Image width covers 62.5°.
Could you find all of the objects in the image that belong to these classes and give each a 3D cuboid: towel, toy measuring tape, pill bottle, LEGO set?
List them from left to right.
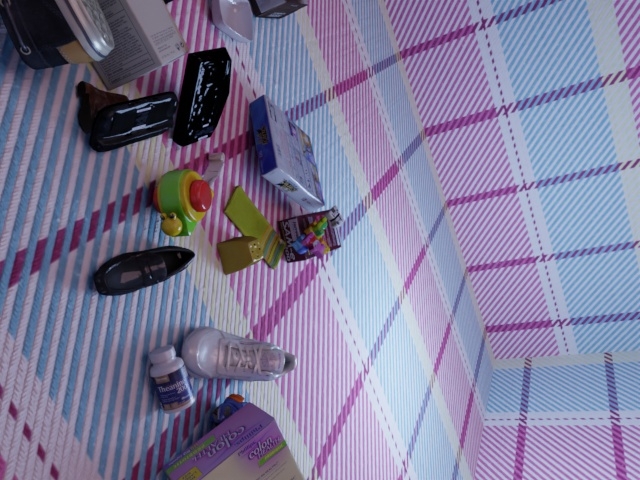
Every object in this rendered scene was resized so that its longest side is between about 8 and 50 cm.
[{"bbox_3d":[-0.294,0.270,1.033,0.067,0.067,0.120,-30,105,-60],"label":"pill bottle"},{"bbox_3d":[-0.283,-0.135,1.159,0.121,0.121,0.330,57,28,-33],"label":"toy measuring tape"},{"bbox_3d":[-0.170,-0.032,1.410,0.237,0.021,0.102,54,36,-36],"label":"towel"},{"bbox_3d":[0.000,0.000,1.476,0.093,0.087,0.227,54,35,-10],"label":"LEGO set"}]

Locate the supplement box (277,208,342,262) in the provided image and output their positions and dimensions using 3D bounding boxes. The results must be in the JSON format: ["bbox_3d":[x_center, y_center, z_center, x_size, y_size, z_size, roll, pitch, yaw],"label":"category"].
[{"bbox_3d":[-0.027,-0.017,1.602,0.239,0.073,0.130,-16,93,-61],"label":"supplement box"}]

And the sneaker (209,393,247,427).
[{"bbox_3d":[-0.191,0.454,1.155,0.087,0.083,0.221,-17,92,-45],"label":"sneaker"}]

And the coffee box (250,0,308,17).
[{"bbox_3d":[-0.164,-0.850,1.613,0.168,0.119,0.297,-39,113,-59],"label":"coffee box"}]

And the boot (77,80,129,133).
[{"bbox_3d":[-0.419,-0.250,1.038,0.114,0.037,0.106,9,74,-64],"label":"boot"}]

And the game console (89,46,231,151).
[{"bbox_3d":[-0.318,-0.280,1.097,0.044,0.213,0.361,35,38,14],"label":"game console"}]

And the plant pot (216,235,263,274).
[{"bbox_3d":[-0.188,0.031,1.289,0.081,0.083,0.081,-25,102,-61],"label":"plant pot"}]

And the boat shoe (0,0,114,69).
[{"bbox_3d":[-0.510,-0.505,0.817,0.187,0.156,0.500,-108,175,-73],"label":"boat shoe"}]

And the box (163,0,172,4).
[{"bbox_3d":[-0.363,-0.594,1.129,0.156,0.158,0.093,55,37,-36],"label":"box"}]

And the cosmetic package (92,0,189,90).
[{"bbox_3d":[-0.409,-0.468,1.007,0.309,0.160,0.113,65,31,-25],"label":"cosmetic package"}]

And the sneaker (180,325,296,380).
[{"bbox_3d":[-0.173,0.251,1.169,0.305,0.152,0.114,25,60,-53],"label":"sneaker"}]

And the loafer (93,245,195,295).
[{"bbox_3d":[-0.336,0.051,1.026,0.223,0.078,0.076,-25,101,-60],"label":"loafer"}]

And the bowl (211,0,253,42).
[{"bbox_3d":[-0.249,-0.623,1.449,0.142,0.053,0.142,13,70,-59],"label":"bowl"}]

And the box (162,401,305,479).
[{"bbox_3d":[-0.156,0.498,1.060,0.214,0.117,0.242,-32,111,-29],"label":"box"}]

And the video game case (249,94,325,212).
[{"bbox_3d":[-0.095,-0.246,1.517,0.244,0.061,0.269,34,37,-51],"label":"video game case"}]
